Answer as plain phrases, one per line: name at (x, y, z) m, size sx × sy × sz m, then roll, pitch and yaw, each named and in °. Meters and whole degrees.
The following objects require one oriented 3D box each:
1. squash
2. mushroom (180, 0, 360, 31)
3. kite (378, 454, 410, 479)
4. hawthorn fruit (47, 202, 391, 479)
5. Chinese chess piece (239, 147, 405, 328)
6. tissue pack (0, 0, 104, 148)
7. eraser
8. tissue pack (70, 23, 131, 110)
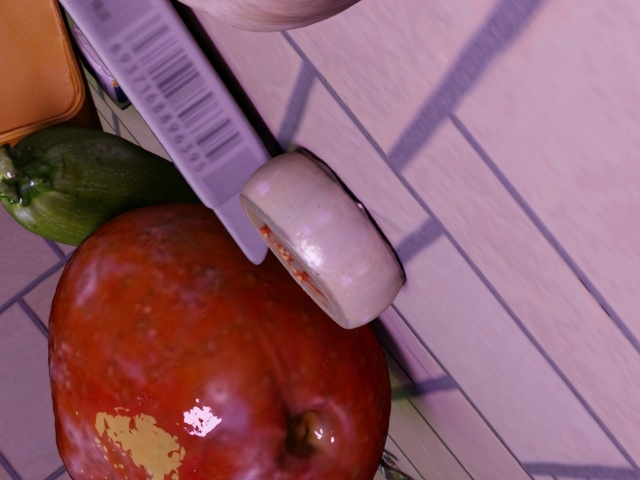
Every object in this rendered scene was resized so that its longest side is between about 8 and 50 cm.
squash at (-0.171, -0.035, 1.288) m, size 0.101 × 0.101 × 0.378 m, roll 48°, pitch -167°, yaw 20°
mushroom at (-0.040, -0.130, 0.416) m, size 0.166 × 0.127 × 0.166 m, roll 54°, pitch 167°, yaw 18°
kite at (0.038, 0.223, 1.795) m, size 0.169 × 0.015 × 0.310 m, roll 53°, pitch 172°, yaw -5°
hawthorn fruit at (-0.076, 0.108, 1.187) m, size 0.284 × 0.284 × 0.284 m, roll 50°, pitch 171°, yaw 11°
Chinese chess piece at (0.000, 0.000, 0.975) m, size 0.122 × 0.051 × 0.122 m, roll 49°, pitch 171°, yaw 11°
tissue pack at (-0.285, -0.156, 1.343) m, size 0.274 × 0.145 × 0.194 m, roll 129°, pitch 121°, yaw -82°
eraser at (-0.119, -0.134, 0.989) m, size 0.352 × 0.061 × 0.089 m, roll 56°, pitch 177°, yaw -29°
tissue pack at (-0.173, -0.151, 1.271) m, size 0.062 × 0.042 × 0.083 m, roll 52°, pitch 172°, yaw 10°
